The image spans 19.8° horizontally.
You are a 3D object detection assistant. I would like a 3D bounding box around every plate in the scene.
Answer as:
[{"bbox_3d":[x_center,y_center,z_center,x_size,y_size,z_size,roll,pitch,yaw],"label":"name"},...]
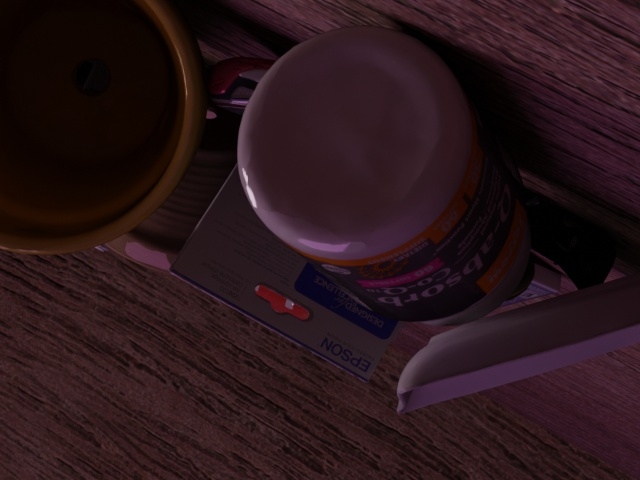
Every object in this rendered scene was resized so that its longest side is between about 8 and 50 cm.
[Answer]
[{"bbox_3d":[0.190,0.076,1.473,0.278,0.277,0.045,74,-179,-82],"label":"plate"}]

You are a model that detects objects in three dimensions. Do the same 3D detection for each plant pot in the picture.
[{"bbox_3d":[-0.214,-0.130,1.554,0.254,0.254,0.239,30,-170,-2],"label":"plant pot"},{"bbox_3d":[-0.116,-0.083,1.755,0.237,0.237,0.109,29,133,12],"label":"plant pot"}]

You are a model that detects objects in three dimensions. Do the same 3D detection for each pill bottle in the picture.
[{"bbox_3d":[0.058,-0.033,1.305,0.162,0.162,0.278,27,175,24],"label":"pill bottle"}]

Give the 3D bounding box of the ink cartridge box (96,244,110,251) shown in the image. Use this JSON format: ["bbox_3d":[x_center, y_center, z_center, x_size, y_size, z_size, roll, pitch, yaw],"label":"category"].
[{"bbox_3d":[-0.267,-0.100,2.177,0.140,0.190,0.082,23,171,47],"label":"ink cartridge box"}]

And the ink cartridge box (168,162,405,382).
[{"bbox_3d":[0.000,0.000,1.648,0.206,0.208,0.045,30,158,4],"label":"ink cartridge box"}]

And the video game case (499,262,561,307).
[{"bbox_3d":[0.103,0.029,1.811,0.201,0.023,0.183,21,156,-31],"label":"video game case"}]

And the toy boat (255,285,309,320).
[{"bbox_3d":[-0.016,0.016,2.354,0.231,0.151,0.151,26,144,35],"label":"toy boat"}]

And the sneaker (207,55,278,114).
[{"bbox_3d":[0.024,-0.056,1.526,0.299,0.112,0.121,34,173,-31],"label":"sneaker"}]

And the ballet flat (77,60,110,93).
[{"bbox_3d":[-0.247,-0.147,1.748,0.077,0.221,0.079,-6,143,25],"label":"ballet flat"}]

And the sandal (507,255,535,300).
[{"bbox_3d":[0.109,0.007,1.502,0.180,0.049,0.072,12,-140,-31],"label":"sandal"}]

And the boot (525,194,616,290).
[{"bbox_3d":[0.192,0.001,1.525,0.099,0.045,0.121,29,171,18],"label":"boot"}]
